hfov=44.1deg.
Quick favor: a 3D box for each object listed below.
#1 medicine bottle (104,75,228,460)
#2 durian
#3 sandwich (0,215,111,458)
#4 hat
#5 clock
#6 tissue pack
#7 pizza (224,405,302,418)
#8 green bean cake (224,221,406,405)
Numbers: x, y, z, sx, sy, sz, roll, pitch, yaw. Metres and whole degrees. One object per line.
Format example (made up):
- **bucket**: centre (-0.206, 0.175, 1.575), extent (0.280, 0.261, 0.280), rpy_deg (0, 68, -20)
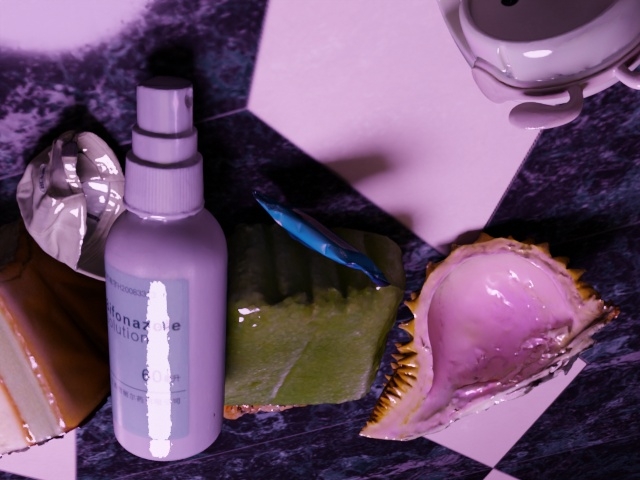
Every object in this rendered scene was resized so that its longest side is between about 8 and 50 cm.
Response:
- **medicine bottle**: centre (-0.140, 0.030, 0.718), extent (0.110, 0.110, 0.352), rpy_deg (-1, 115, -12)
- **durian**: centre (0.176, 0.118, 0.942), extent (0.305, 0.186, 0.195), rpy_deg (-39, 166, 7)
- **sandwich**: centre (-0.305, 0.077, 0.818), extent (0.155, 0.227, 0.198), rpy_deg (-20, 105, 15)
- **hat**: centre (-0.211, -0.033, 0.739), extent (0.166, 0.081, 0.122), rpy_deg (25, 91, -55)
- **clock**: centre (0.167, -0.164, 0.554), extent (0.151, 0.191, 0.062), rpy_deg (-24, 140, 15)
- **tissue pack**: centre (0.000, 0.000, 0.757), extent (0.028, 0.138, 0.085), rpy_deg (-59, 148, 5)
- **pizza**: centre (-0.048, 0.194, 1.047), extent (0.226, 0.069, 0.147), rpy_deg (1, 138, -14)
- **green bean cake**: centre (-0.027, 0.087, 0.879), extent (0.222, 0.125, 0.248), rpy_deg (3, 142, -20)
